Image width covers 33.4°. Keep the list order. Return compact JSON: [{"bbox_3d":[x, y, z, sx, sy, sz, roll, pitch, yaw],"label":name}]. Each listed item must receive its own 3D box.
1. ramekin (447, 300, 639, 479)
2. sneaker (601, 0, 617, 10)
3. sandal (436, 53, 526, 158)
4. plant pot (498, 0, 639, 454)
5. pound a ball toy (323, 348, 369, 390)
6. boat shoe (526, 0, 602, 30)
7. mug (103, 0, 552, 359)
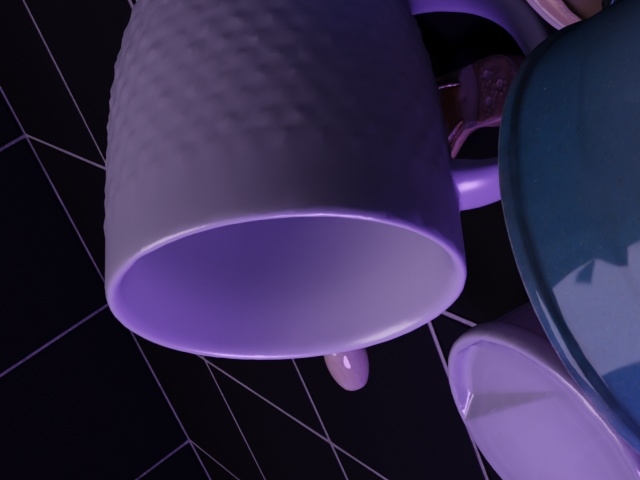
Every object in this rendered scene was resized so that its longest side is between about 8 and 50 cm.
[{"bbox_3d":[0.263,0.170,1.062,0.273,0.127,0.273,43,155,26],"label":"ramekin"},{"bbox_3d":[0.247,-0.151,0.712,0.341,0.125,0.140,85,170,-55],"label":"sneaker"},{"bbox_3d":[0.103,-0.120,1.008,0.240,0.079,0.088,155,109,-64],"label":"sandal"},{"bbox_3d":[0.266,-0.041,0.467,0.272,0.271,0.255,55,139,-1],"label":"plant pot"},{"bbox_3d":[0.000,0.000,1.244,0.319,0.208,0.136,36,151,40],"label":"pound a ball toy"},{"bbox_3d":[0.167,-0.229,0.784,0.170,0.063,0.059,58,163,-4],"label":"boat shoe"},{"bbox_3d":[0.011,-0.109,0.879,0.276,0.374,0.328,68,-165,-63],"label":"mug"}]
